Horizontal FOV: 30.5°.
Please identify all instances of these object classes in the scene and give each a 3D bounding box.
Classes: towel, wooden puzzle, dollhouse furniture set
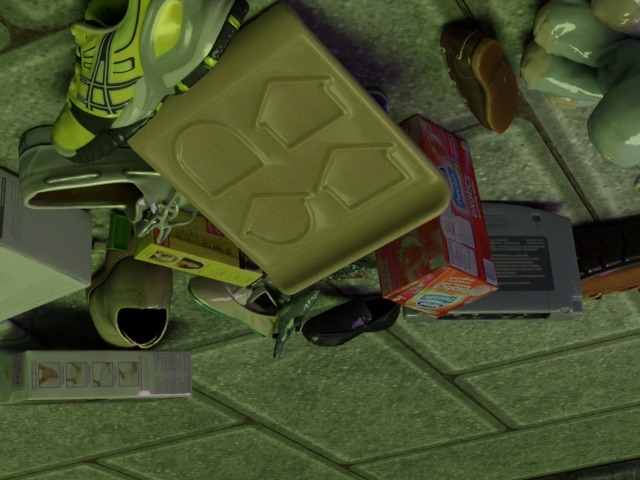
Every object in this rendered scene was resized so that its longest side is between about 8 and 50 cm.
[{"bbox_3d":[-0.664,0.208,2.296,0.209,0.034,0.285,-12,152,12],"label":"towel"},{"bbox_3d":[-0.043,-0.119,1.581,0.322,0.080,0.348,-30,113,32],"label":"wooden puzzle"},{"bbox_3d":[-0.375,-0.010,1.925,0.152,0.058,0.076,-3,168,44],"label":"dollhouse furniture set"}]

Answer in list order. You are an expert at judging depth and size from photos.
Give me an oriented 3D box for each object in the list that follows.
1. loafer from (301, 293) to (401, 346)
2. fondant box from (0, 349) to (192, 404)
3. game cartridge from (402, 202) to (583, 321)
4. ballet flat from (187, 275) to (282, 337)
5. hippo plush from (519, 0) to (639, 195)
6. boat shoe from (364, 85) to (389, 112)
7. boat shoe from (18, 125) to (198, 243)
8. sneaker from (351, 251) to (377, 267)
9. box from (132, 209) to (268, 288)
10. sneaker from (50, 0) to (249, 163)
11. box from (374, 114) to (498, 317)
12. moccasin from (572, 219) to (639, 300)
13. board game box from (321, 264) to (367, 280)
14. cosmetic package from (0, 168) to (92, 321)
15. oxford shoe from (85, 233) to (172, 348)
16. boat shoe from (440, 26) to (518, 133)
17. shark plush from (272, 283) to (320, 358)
[{"bbox_3d":[0.061,0.143,2.203,0.223,0.076,0.078,-12,142,-38],"label":"loafer"},{"bbox_3d":[-0.445,0.266,2.271,0.330,0.096,0.238,2,169,-32],"label":"fondant box"},{"bbox_3d":[0.274,0.035,1.924,0.297,0.198,0.062,0,152,-8],"label":"game cartridge"},{"bbox_3d":[-0.144,0.105,2.145,0.086,0.086,0.248,-18,152,25],"label":"ballet flat"},{"bbox_3d":[0.394,-0.170,1.496,0.294,0.236,0.234,18,145,-37],"label":"hippo plush"},{"bbox_3d":[0.015,-0.174,1.612,0.183,0.066,0.066,-20,121,28],"label":"boat shoe"},{"bbox_3d":[-0.247,-0.068,1.682,0.367,0.156,0.136,4,152,-17],"label":"boat shoe"},{"bbox_3d":[0.021,-0.031,1.812,0.228,0.087,0.130,33,158,-5],"label":"sneaker"},{"bbox_3d":[-0.195,0.009,1.924,0.232,0.087,0.058,18,143,-35],"label":"box"},{"bbox_3d":[-0.241,-0.226,1.438,0.147,0.145,0.385,38,137,-18],"label":"sneaker"},{"bbox_3d":[0.154,-0.034,1.704,0.123,0.256,0.128,-29,145,34],"label":"box"},{"bbox_3d":[0.463,0.047,2.069,0.380,0.139,0.147,-16,144,1],"label":"moccasin"},{"bbox_3d":[0.000,0.000,1.983,0.165,0.042,0.243,-4,153,-2],"label":"board game box"},{"bbox_3d":[-0.511,0.010,1.815,0.224,0.138,0.225,-20,148,28],"label":"cosmetic package"},{"bbox_3d":[-0.339,0.130,2.064,0.141,0.146,0.397,-1,155,-14],"label":"oxford shoe"},{"bbox_3d":[0.213,-0.218,1.572,0.073,0.073,0.207,25,163,29],"label":"boat shoe"},{"bbox_3d":[-0.055,0.143,2.163,0.073,0.067,0.161,31,98,-38],"label":"shark plush"}]
